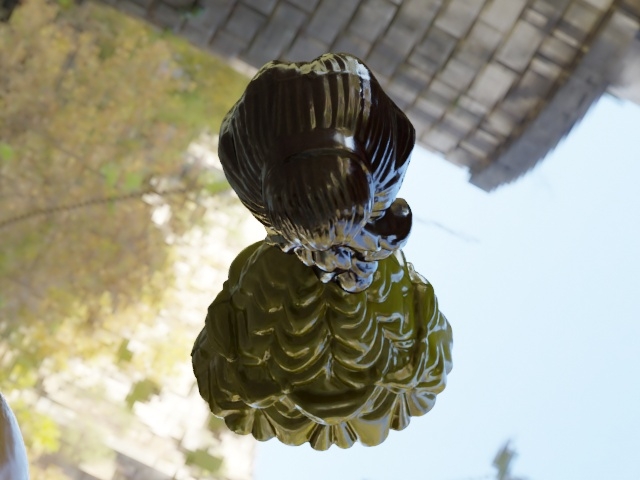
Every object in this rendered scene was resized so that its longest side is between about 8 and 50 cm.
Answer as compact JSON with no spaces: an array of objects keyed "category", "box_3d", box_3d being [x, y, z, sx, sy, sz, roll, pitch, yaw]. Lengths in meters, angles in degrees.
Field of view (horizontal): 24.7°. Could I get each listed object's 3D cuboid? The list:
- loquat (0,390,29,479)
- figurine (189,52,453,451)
[{"category":"loquat","box_3d":[-0.441,0.248,1.431,0.328,0.328,0.328,-59,-169,20]},{"category":"figurine","box_3d":[0.000,-0.004,0.950,0.315,0.187,0.168,89,22,-56]}]
